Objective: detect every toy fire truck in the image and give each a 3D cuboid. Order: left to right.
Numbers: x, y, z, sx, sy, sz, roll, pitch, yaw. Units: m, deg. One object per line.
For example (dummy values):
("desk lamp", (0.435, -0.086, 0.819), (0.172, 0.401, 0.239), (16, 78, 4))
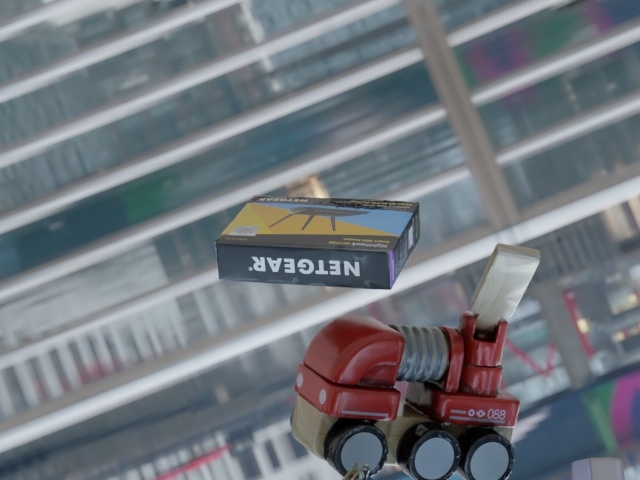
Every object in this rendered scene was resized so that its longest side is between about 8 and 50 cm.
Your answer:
("toy fire truck", (0.105, 0.108, 1.579), (0.217, 0.246, 0.158), (8, -172, -24))

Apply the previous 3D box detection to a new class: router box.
("router box", (0.000, 0.000, 1.628), (0.178, 0.046, 0.133), (2, -157, 15))

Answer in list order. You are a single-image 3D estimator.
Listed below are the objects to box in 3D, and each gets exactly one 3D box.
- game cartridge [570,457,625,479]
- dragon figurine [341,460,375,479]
("game cartridge", (0.254, 0.387, 1.404), (0.068, 0.355, 0.230), (-8, 153, 13))
("dragon figurine", (0.062, 0.276, 1.457), (0.085, 0.144, 0.289), (-47, 178, -18))
